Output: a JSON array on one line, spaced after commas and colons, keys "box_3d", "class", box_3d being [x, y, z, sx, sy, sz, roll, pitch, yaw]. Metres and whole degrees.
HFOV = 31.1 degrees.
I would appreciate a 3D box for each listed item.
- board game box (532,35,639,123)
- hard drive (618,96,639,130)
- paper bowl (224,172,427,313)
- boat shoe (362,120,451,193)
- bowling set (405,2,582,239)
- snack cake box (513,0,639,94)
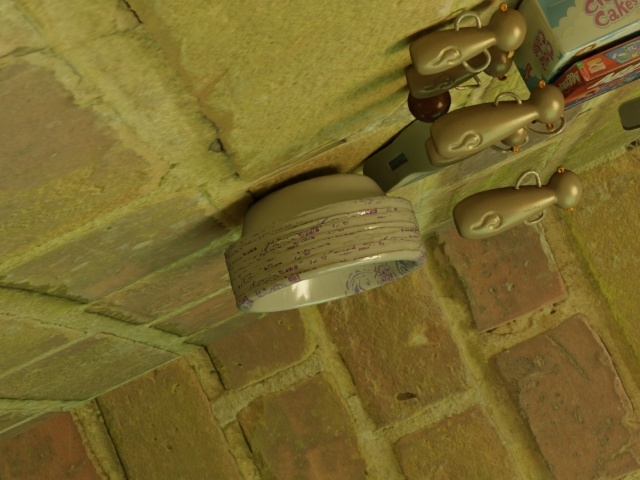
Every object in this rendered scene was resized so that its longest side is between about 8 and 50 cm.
[{"box_3d": [0.387, -0.219, 1.351, 0.281, 0.027, 0.145, -24, 172, -17], "class": "board game box"}, {"box_3d": [0.559, -0.195, 1.439, 0.308, 0.040, 0.203, -12, 179, -23], "class": "hard drive"}, {"box_3d": [0.000, 0.000, 1.665, 0.284, 0.148, 0.284, -15, 170, -3], "class": "paper bowl"}, {"box_3d": [0.152, -0.133, 1.663, 0.081, 0.079, 0.227, -28, -179, -38], "class": "boat shoe"}, {"box_3d": [0.187, -0.166, 1.338, 0.154, 0.287, 0.200, -18, -146, 0], "class": "bowling set"}, {"box_3d": [0.354, -0.274, 1.316, 0.264, 0.089, 0.152, -25, 173, -7], "class": "snack cake box"}]
